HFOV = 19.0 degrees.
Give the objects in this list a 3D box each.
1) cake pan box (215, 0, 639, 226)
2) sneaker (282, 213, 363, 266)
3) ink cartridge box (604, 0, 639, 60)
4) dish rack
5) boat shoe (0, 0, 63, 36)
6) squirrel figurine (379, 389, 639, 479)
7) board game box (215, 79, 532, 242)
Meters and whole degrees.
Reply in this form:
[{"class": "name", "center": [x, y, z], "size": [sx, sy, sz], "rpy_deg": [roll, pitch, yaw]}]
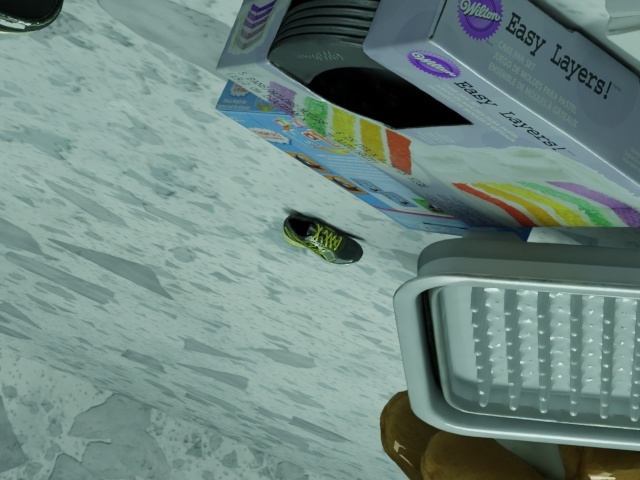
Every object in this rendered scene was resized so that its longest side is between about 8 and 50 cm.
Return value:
[{"class": "cake pan box", "center": [0.094, -0.091, 1.266], "size": [0.267, 0.070, 0.245], "rpy_deg": [31, 161, -32]}, {"class": "sneaker", "center": [0.000, 0.000, 1.810], "size": [0.083, 0.031, 0.035], "rpy_deg": [19, 165, 12]}, {"class": "ink cartridge box", "center": [0.239, -0.107, 0.821], "size": [0.203, 0.148, 0.086], "rpy_deg": [29, 165, -28]}, {"class": "dish rack", "center": [0.230, 0.076, 1.460], "size": [0.332, 0.072, 0.285], "rpy_deg": [3, 152, 9]}, {"class": "boat shoe", "center": [-0.264, -0.213, 1.319], "size": [0.233, 0.084, 0.079], "rpy_deg": [37, 161, -36]}, {"class": "squirrel figurine", "center": [0.208, 0.294, 1.779], "size": [0.397, 0.370, 0.281], "rpy_deg": [40, 164, -30]}, {"class": "board game box", "center": [0.043, -0.063, 1.478], "size": [0.211, 0.039, 0.160], "rpy_deg": [30, 169, -31]}]
